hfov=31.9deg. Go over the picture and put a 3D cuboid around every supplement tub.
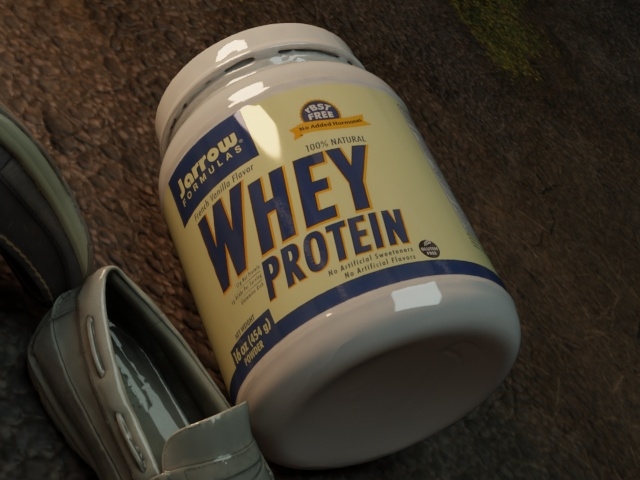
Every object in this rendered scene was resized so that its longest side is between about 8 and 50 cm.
[{"bbox_3d":[0.000,0.000,0.940,0.235,0.235,0.325,7,46,-40],"label":"supplement tub"}]

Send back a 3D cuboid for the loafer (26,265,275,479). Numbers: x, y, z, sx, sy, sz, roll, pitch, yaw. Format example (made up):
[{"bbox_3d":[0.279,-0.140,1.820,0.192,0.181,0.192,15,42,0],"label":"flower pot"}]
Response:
[{"bbox_3d":[-0.089,0.159,0.780,0.319,0.111,0.112,49,34,12],"label":"loafer"}]

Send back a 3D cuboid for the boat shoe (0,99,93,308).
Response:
[{"bbox_3d":[-0.292,-0.077,0.769,0.132,0.130,0.355,21,-31,53],"label":"boat shoe"}]
